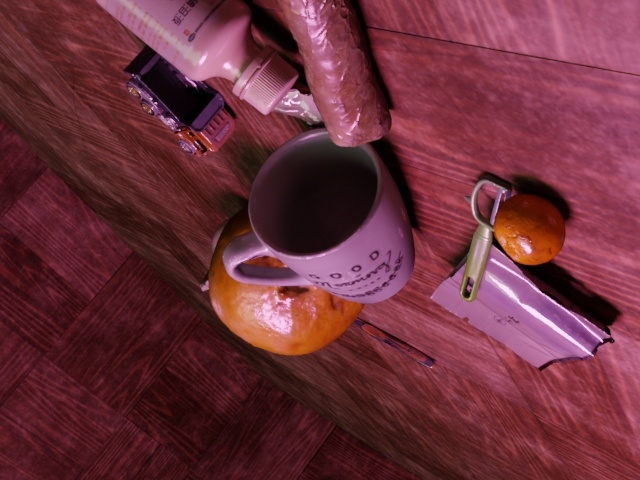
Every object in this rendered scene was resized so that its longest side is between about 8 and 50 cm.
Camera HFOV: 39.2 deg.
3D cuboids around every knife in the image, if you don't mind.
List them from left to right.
[{"bbox_3d":[0.188,0.001,1.097,0.054,0.015,0.212,29,142,23],"label":"knife"}]

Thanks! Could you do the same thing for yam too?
[{"bbox_3d":[0.000,-0.220,0.914,0.081,0.081,0.357,29,161,32],"label":"yam"}]

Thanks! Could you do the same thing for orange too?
[{"bbox_3d":[0.231,-0.013,0.990,0.083,0.070,0.083,47,166,16],"label":"orange"}]

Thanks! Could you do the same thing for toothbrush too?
[{"bbox_3d":[0.120,0.199,1.942,0.321,0.023,0.031,28,165,34],"label":"toothbrush"}]

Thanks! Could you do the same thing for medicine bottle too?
[{"bbox_3d":[-0.141,-0.252,1.065,0.252,0.114,0.114,40,165,-4],"label":"medicine bottle"}]

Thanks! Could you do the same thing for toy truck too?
[{"bbox_3d":[-0.218,-0.218,1.397,0.192,0.083,0.092,47,157,-27],"label":"toy truck"}]

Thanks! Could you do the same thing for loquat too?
[{"bbox_3d":[-0.056,0.045,1.474,0.276,0.276,0.284,45,-176,-23],"label":"loquat"}]

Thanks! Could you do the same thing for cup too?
[{"bbox_3d":[0.000,0.000,1.236,0.234,0.258,0.186,51,-163,-56],"label":"cup"}]

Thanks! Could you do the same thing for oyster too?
[{"bbox_3d":[-0.037,-0.183,1.157,0.146,0.045,0.122,10,146,46],"label":"oyster"}]

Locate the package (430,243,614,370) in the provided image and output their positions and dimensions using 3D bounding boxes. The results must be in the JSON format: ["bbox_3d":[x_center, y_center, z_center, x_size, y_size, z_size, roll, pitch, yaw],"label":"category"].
[{"bbox_3d":[0.269,0.091,1.211,0.204,0.062,0.251,37,161,3],"label":"package"}]

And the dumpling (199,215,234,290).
[{"bbox_3d":[-0.163,0.035,1.793,0.147,0.193,0.258,46,166,-12],"label":"dumpling"}]
